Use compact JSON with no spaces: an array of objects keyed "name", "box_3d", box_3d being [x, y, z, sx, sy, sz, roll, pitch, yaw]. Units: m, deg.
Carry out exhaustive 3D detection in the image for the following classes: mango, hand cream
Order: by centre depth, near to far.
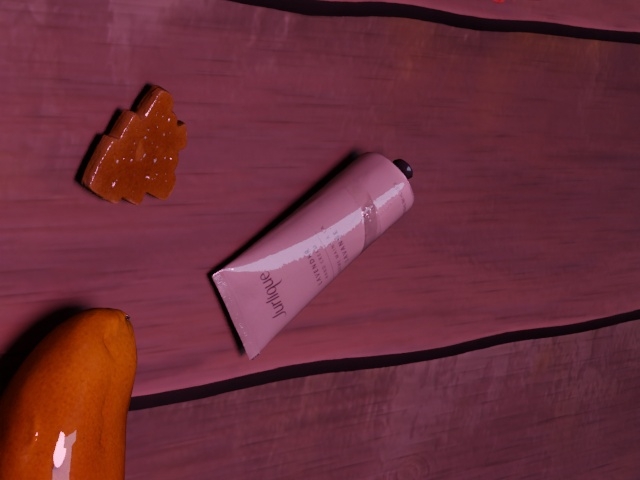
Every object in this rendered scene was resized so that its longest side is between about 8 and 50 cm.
[{"name":"mango","box_3d":[-0.165,0.117,1.063,0.105,0.084,0.159,36,59,-70]},{"name":"hand cream","box_3d":[0.000,0.000,1.260,0.186,0.054,0.087,-42,133,-24]}]

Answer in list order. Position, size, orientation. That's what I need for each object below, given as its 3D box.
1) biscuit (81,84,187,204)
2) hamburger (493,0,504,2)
[{"name":"biscuit","box_3d":[-0.120,-0.053,1.100,0.092,0.016,0.082,-34,136,-38]},{"name":"hamburger","box_3d":[0.135,-0.262,1.219,0.137,0.175,0.175,33,79,-41]}]
